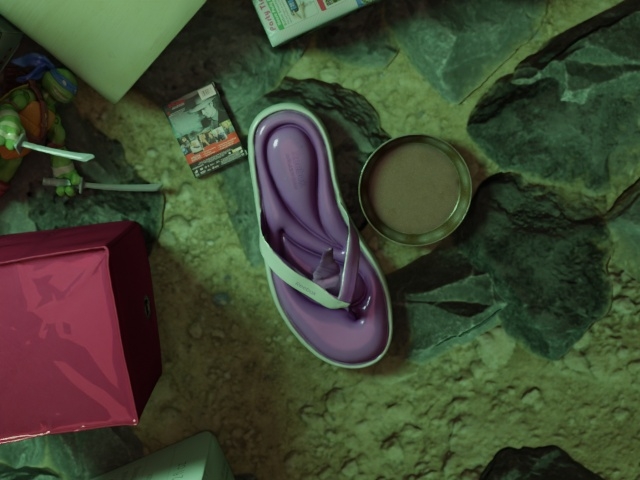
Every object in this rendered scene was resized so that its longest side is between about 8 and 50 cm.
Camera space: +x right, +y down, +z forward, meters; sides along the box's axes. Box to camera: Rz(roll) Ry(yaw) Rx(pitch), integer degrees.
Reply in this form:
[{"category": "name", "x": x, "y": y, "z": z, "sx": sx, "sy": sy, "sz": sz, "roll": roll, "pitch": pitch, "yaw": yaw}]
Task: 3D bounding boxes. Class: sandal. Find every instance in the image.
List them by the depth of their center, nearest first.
[{"category": "sandal", "x": -0.014, "y": 0.006, "z": 1.803, "sx": 0.169, "sy": 0.102, "sz": 0.416, "roll": -21, "pitch": 99, "yaw": 3}]

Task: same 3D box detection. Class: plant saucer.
[{"category": "plant saucer", "x": 0.140, "y": -0.076, "z": 1.828, "sx": 0.168, "sy": 0.029, "sz": 0.168, "roll": 0, "pitch": 99, "yaw": 1}]

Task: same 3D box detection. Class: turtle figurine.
[{"category": "turtle figurine", "x": -0.421, "y": -0.101, "z": 1.739, "sx": 0.266, "sy": 0.198, "sz": 0.274, "roll": -37, "pitch": 94, "yaw": 10}]

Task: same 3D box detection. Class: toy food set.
[{"category": "toy food set", "x": -0.279, "y": -0.362, "z": 1.696, "sx": 0.220, "sy": 0.092, "sz": 0.306, "roll": 40, "pitch": 109, "yaw": -14}]

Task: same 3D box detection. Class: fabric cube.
[{"category": "fabric cube", "x": -0.378, "y": 0.123, "z": 1.742, "sx": 0.259, "sy": 0.258, "sz": 0.254, "roll": -8, "pitch": 98, "yaw": 1}]

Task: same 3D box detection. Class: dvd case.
[{"category": "dvd case", "x": -0.172, "y": -0.163, "z": 1.821, "sx": 0.087, "sy": 0.013, "sz": 0.119, "roll": -25, "pitch": 99, "yaw": 4}]

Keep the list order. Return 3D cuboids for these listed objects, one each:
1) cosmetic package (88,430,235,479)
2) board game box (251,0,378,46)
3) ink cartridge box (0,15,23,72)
[{"category": "cosmetic package", "x": -0.281, "y": 0.534, "z": 1.772, "sx": 0.394, "sy": 0.329, "sz": 0.327, "roll": -23, "pitch": 99, "yaw": 3}, {"category": "board game box", "x": 0.026, "y": -0.434, "z": 1.737, "sx": 0.303, "sy": 0.097, "sz": 0.224, "roll": -24, "pitch": 97, "yaw": 2}, {"category": "ink cartridge box", "x": -0.549, "y": -0.230, "z": 1.660, "sx": 0.129, "sy": 0.307, "sz": 0.223, "roll": 37, "pitch": 97, "yaw": -4}]
